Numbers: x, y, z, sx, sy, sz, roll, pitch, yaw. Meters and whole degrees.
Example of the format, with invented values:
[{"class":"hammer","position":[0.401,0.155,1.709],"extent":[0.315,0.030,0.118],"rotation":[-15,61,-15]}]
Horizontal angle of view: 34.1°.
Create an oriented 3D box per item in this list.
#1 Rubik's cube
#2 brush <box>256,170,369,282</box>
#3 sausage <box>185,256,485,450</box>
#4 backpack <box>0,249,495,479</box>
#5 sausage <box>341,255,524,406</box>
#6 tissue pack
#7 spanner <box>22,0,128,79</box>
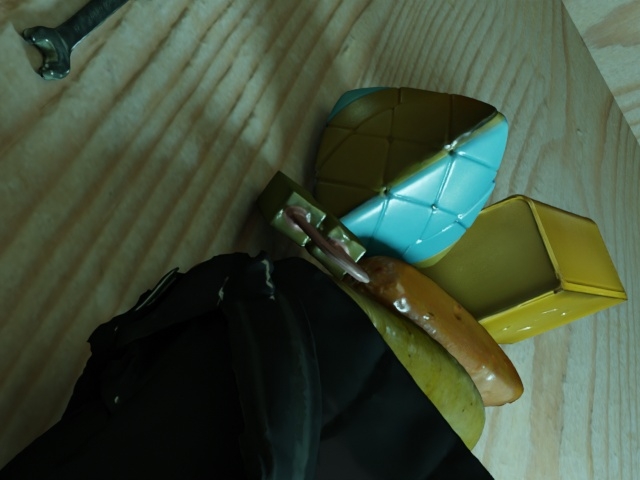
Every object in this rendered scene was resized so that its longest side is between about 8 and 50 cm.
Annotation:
[{"class":"Rubik's cube","position":[0.090,-0.036,1.239],"extent":[0.254,0.254,0.255],"rotation":[39,39,-41]},{"class":"brush","position":[0.000,0.000,1.013],"extent":[0.103,0.047,0.233],"rotation":[39,5,-17]},{"class":"sausage","position":[0.035,0.121,1.037],"extent":[0.500,0.123,0.136],"rotation":[30,59,-49]},{"class":"backpack","position":[-0.060,0.223,0.635],"extent":[0.363,0.255,0.445],"rotation":[49,44,0]},{"class":"sausage","position":[0.137,0.116,1.242],"extent":[0.348,0.097,0.094],"rotation":[38,47,-43]},{"class":"tissue pack","position":[0.270,0.047,1.428],"extent":[0.274,0.194,0.145],"rotation":[12,55,-57]},{"class":"spanner","position":[-0.209,-0.217,0.984],"extent":[0.054,0.015,0.254],"rotation":[56,30,-20]}]
